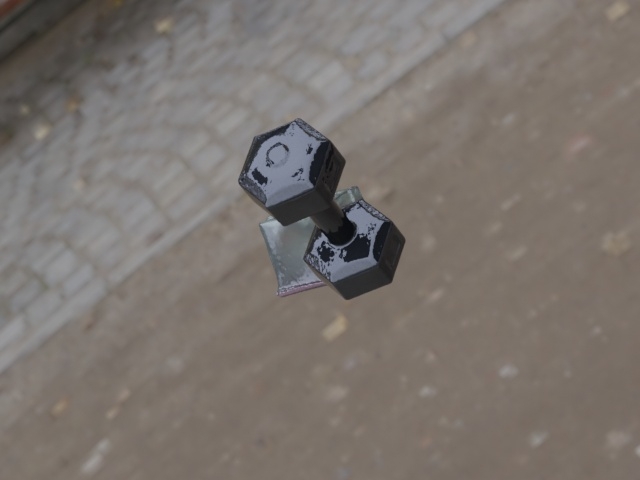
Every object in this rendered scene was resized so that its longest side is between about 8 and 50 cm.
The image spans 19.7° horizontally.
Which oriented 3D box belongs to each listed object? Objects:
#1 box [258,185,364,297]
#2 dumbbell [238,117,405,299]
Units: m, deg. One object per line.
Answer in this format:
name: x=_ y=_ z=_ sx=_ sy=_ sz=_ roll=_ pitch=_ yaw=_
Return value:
box: x=0.000 y=0.000 z=1.417 sx=0.084 sy=0.063 sz=0.060 roll=-15 pitch=13 yaw=45
dumbbell: x=0.001 y=-0.011 z=0.711 sx=0.036 sy=0.083 sz=0.040 roll=-46 pitch=50 yaw=-5
